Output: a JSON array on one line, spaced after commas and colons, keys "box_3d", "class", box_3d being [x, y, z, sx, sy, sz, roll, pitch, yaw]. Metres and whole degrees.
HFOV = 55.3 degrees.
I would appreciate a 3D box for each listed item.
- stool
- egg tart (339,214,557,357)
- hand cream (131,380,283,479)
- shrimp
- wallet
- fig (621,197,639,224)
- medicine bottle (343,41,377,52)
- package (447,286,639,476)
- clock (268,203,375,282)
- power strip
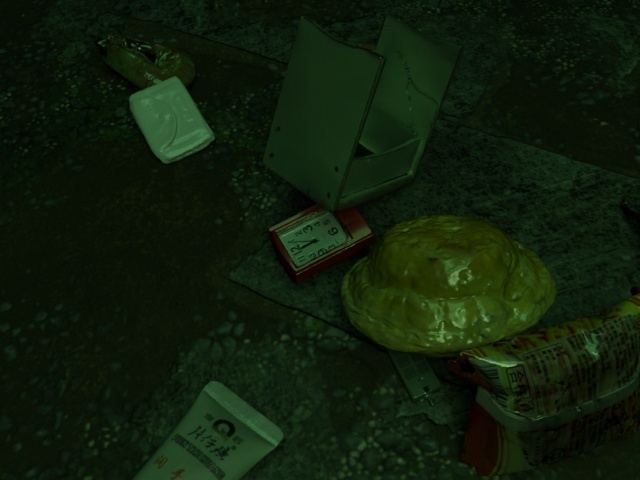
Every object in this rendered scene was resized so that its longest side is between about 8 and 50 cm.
[{"box_3d": [0.068, -0.217, 1.014, 0.170, 0.270, 0.243, 36, 36, 26], "class": "stool"}, {"box_3d": [0.181, 0.040, 0.900, 0.318, 0.128, 0.319, -6, 28, 3], "class": "egg tart"}, {"box_3d": [-0.190, 0.334, 0.798, 0.139, 0.089, 0.314, 29, 53, 19], "class": "hand cream"}, {"box_3d": [-0.389, -0.396, 1.329, 0.267, 0.061, 0.145, 25, 59, 18], "class": "shrimp"}, {"box_3d": [-0.300, -0.243, 1.217, 0.124, 0.032, 0.183, -27, 67, -12], "class": "wallet"}, {"box_3d": [0.583, -0.018, 0.966, 0.202, 0.149, 0.148, 11, 71, 24], "class": "fig"}, {"box_3d": [0.142, -0.363, 1.288, 0.220, 0.061, 0.092, 8, 80, 8], "class": "medicine bottle"}, {"box_3d": [0.312, 0.201, 0.791, 0.288, 0.224, 0.108, -15, 26, -5], "class": "package"}, {"box_3d": [0.000, 0.000, 1.034, 0.155, 0.061, 0.113, -25, 56, -10], "class": "clock"}, {"box_3d": [0.137, 0.187, 0.918, 0.050, 0.019, 0.136, -19, 56, -13], "class": "power strip"}]
